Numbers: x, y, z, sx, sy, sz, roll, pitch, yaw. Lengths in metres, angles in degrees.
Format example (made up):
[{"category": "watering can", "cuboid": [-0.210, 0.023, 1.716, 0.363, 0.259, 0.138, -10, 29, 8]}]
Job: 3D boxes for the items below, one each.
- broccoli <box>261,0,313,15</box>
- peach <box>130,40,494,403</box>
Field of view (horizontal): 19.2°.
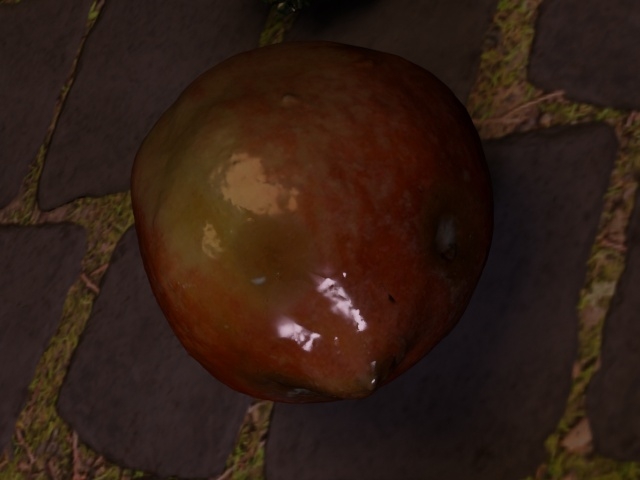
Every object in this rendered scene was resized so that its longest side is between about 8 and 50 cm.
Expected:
[{"category": "broccoli", "cuboid": [-0.032, -0.281, 1.445, 0.220, 0.194, 0.194, -27, 45, 20]}, {"category": "peach", "cuboid": [0.000, 0.000, 1.179, 0.232, 0.232, 0.256, -42, 49, 13]}]
